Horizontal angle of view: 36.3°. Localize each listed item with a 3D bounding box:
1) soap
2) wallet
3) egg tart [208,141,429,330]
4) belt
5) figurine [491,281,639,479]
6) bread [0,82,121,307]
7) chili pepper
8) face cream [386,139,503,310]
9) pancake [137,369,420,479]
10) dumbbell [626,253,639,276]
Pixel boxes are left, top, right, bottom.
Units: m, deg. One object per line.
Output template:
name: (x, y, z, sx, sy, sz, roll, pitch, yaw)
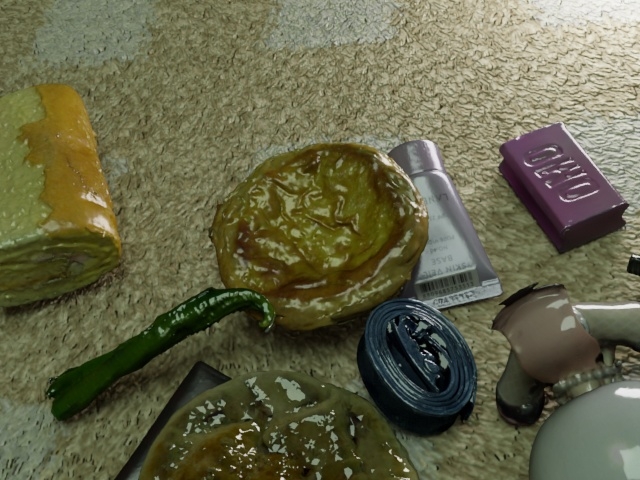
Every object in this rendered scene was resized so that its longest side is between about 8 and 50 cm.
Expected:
soap: (0.378, -0.086, 1.536, 0.122, 0.065, 0.203, -22, 53, -8)
wallet: (-0.152, 0.294, 1.316, 0.182, 0.049, 0.229, 30, 58, 10)
egg tart: (0.004, -0.002, 1.474, 0.341, 0.129, 0.341, -7, 61, 12)
belt: (0.134, 0.173, 1.343, 0.141, 0.082, 0.190, -19, 61, -22)
figurine: (0.341, 0.244, 1.196, 0.253, 0.211, 0.361, -44, 47, 31)
bread: (-0.466, -0.086, 1.605, 0.236, 0.165, 0.375, -18, 50, -9)
chili pepper: (-0.235, 0.152, 1.384, 0.359, 0.076, 0.085, -26, 40, 13)
face cream: (0.172, -0.020, 1.513, 0.154, 0.096, 0.274, -12, 64, -3)
pancake: (-0.050, 0.326, 1.225, 0.386, 0.082, 0.387, 2, 52, -3)
dumbbell: (0.558, 0.072, 1.306, 0.290, 0.192, 0.192, 19, 58, 24)
